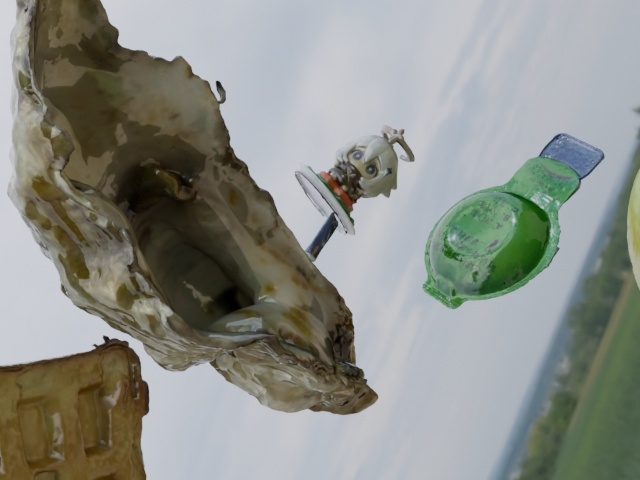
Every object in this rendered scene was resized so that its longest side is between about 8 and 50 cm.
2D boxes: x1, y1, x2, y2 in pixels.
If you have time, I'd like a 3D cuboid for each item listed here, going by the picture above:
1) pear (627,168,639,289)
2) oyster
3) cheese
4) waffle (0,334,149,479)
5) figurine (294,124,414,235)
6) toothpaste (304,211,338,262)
[{"bbox_3d":[0.553,-0.001,1.535,0.391,0.391,0.391,21,-90,-77],"label":"pear"},{"bbox_3d":[-0.081,0.004,0.740,0.341,0.110,0.166,46,-145,-46],"label":"oyster"},{"bbox_3d":[0.273,-0.028,1.811,0.320,0.204,0.083,-45,-45,-11],"label":"cheese"},{"bbox_3d":[-0.300,0.257,1.233,0.348,0.078,0.304,-3,-98,-52],"label":"waffle"},{"bbox_3d":[0.058,-0.097,1.775,0.154,0.132,0.132,-38,-19,-7],"label":"figurine"},{"bbox_3d":[0.000,0.000,1.585,0.083,0.019,0.027,-57,-33,-28],"label":"toothpaste"}]
